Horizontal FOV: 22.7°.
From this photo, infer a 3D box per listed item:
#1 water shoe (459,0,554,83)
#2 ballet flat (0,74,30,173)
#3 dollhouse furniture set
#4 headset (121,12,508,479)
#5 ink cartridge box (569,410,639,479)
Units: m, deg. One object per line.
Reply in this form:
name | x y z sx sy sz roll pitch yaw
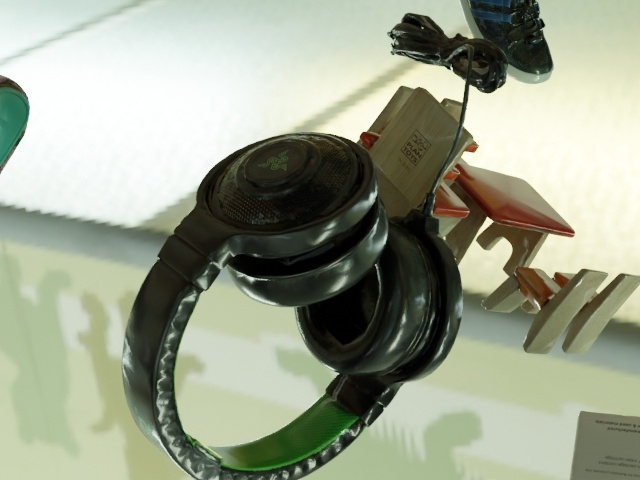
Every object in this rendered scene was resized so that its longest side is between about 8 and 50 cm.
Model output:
water shoe | 0.181 -0.251 1.576 0.073 0.203 0.080 -29 179 -38
ballet flat | -0.300 -0.031 1.222 0.079 0.077 0.221 11 -111 46
dollhouse furniture set | 0.137 -0.040 1.385 0.259 0.135 0.262 7 -145 -54
headset | 0.000 0.000 1.205 0.394 0.243 0.185 -51 -136 -5
ink cartridge box | 0.249 0.264 1.324 0.086 0.148 0.203 4 -116 18
